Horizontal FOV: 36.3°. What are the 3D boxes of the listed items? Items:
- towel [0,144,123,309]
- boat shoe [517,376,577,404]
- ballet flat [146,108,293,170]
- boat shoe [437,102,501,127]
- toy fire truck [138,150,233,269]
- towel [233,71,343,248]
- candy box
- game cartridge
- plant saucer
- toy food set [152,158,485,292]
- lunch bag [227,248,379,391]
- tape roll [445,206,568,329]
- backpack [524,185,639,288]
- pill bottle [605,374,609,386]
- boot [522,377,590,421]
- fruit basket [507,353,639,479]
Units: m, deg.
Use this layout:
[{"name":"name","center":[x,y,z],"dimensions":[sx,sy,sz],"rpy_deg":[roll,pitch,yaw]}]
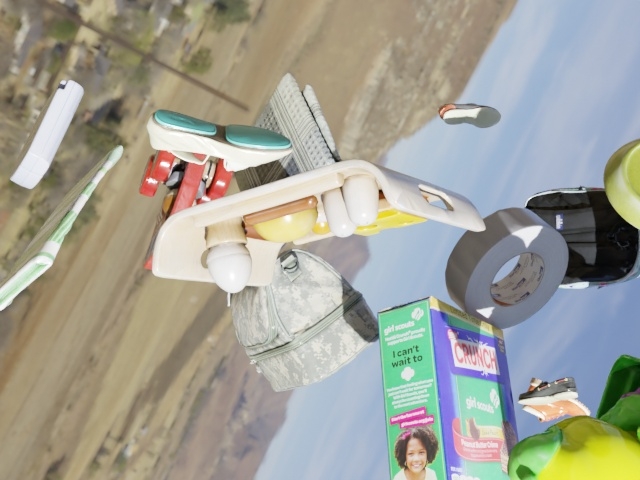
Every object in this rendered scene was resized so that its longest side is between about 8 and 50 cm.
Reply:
[{"name":"towel","center":[-0.514,-0.025,1.917],"dimensions":[0.248,0.038,0.325],"rpy_deg":[-34,-157,42]},{"name":"boat shoe","center":[0.458,0.306,1.971],"dimensions":[0.133,0.049,0.042],"rpy_deg":[-23,-122,40]},{"name":"ballet flat","center":[-0.174,-0.162,1.661],"dimensions":[0.086,0.248,0.086],"rpy_deg":[-167,-90,-83]},{"name":"boat shoe","center":[0.311,-0.264,2.035],"dimensions":[0.043,0.137,0.049],"rpy_deg":[-118,-148,-53]},{"name":"toy fire truck","center":[-0.321,-0.074,2.183],"dimensions":[0.302,0.169,0.253],"rpy_deg":[147,-42,-65]},{"name":"towel","center":[-0.080,-0.173,2.207],"dimensions":[0.312,0.056,0.324],"rpy_deg":[-54,-135,34]},{"name":"candy box","center":[0.220,0.281,1.625],"dimensions":[0.122,0.268,0.317],"rpy_deg":[-20,-117,32]},{"name":"game cartridge","center":[-0.560,-0.203,1.969],"dimensions":[0.196,0.060,0.294],"rpy_deg":[-65,-161,-15]},{"name":"plant saucer","center":[0.643,-0.109,1.781],"dimensions":[0.037,0.241,0.241],"rpy_deg":[90,23,-56]},{"name":"toy food set","center":[0.000,0.000,1.063],"dimensions":[0.220,0.306,0.092],"rpy_deg":[11,69,-57]},{"name":"lunch bag","center":[-0.056,0.152,1.996],"dimensions":[0.213,0.256,0.305],"rpy_deg":[-34,-178,-24]},{"name":"tape roll","center":[0.332,0.051,1.740],"dimensions":[0.072,0.219,0.219],"rpy_deg":[50,-60,49]},{"name":"backpack","center":[0.586,-0.006,2.101],"dimensions":[0.191,0.254,0.225],"rpy_deg":[-1,86,-49]},{"name":"pill bottle","center":[0.568,0.266,1.716],"dimensions":[0.065,0.116,0.065],"rpy_deg":[-167,-90,-82]},{"name":"boot","center":[0.529,0.379,2.196],"dimensions":[0.084,0.158,0.059],"rpy_deg":[-65,-172,-10]},{"name":"fruit basket","center":[0.395,0.338,1.337],"dimensions":[0.392,0.392,0.283],"rpy_deg":[-64,-172,-3]}]
